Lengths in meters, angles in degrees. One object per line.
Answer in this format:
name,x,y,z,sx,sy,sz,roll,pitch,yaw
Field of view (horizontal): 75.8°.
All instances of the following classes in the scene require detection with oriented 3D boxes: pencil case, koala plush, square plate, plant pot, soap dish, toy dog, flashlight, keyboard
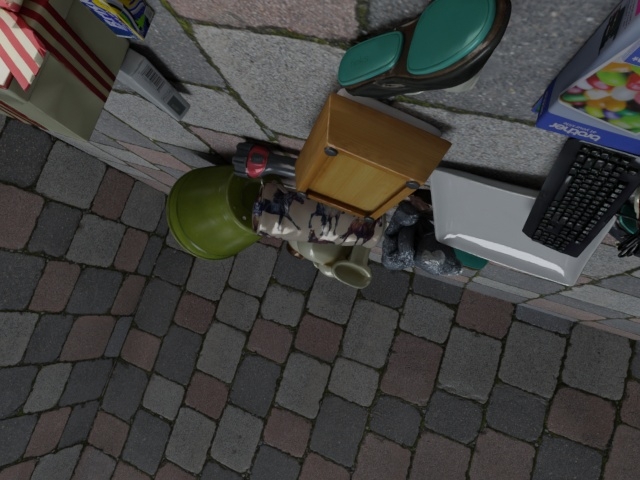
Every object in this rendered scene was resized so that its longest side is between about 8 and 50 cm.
pencil case,-0.003,-0.080,1.266,0.410,0.184,0.160,6,-143,-9
koala plush,0.313,0.033,1.237,0.221,0.203,0.196,32,-176,39
square plate,0.426,-0.034,0.932,0.347,0.049,0.344,21,161,27
plant pot,-0.310,-0.123,1.470,0.366,0.367,0.353,24,160,-34
soap dish,0.077,-0.147,0.812,0.228,0.118,0.291,20,162,-10
toy dog,0.000,0.000,1.603,0.395,0.285,0.408,5,-175,-21
flashlight,-0.089,-0.200,1.146,0.303,0.103,0.103,14,135,10
keyboard,0.474,-0.046,0.694,0.201,0.033,0.317,21,160,22

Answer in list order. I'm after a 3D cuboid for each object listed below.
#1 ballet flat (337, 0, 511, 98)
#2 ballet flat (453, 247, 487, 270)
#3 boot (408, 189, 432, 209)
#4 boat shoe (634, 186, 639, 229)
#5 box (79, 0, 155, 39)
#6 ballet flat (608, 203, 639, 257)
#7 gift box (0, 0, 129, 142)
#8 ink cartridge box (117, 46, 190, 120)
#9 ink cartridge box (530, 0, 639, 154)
ballet flat,0.126,-0.218,0.486,0.096,0.095,0.280,12,-172,-29
ballet flat,0.424,0.013,1.459,0.342,0.116,0.124,16,-167,-7
boot,0.287,-0.102,1.114,0.106,0.037,0.114,30,176,29
boat shoe,0.574,-0.052,0.711,0.043,0.049,0.137,10,164,42
box,-0.323,-0.371,0.596,0.059,0.054,0.169,16,172,19
ballet flat,0.609,-0.015,0.812,0.203,0.074,0.074,29,170,-23
gift box,-0.496,-0.312,0.662,0.255,0.277,0.258,14,172,0
ink cartridge box,-0.425,-0.379,0.911,0.232,0.066,0.189,39,179,15
ink cartridge box,0.357,-0.159,0.415,0.185,0.065,0.311,18,175,7
